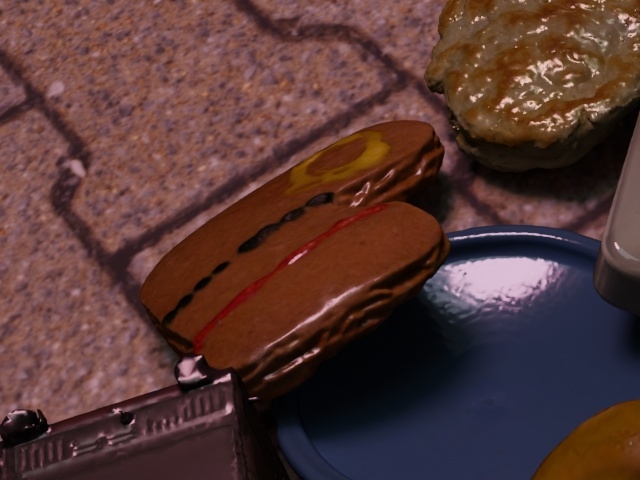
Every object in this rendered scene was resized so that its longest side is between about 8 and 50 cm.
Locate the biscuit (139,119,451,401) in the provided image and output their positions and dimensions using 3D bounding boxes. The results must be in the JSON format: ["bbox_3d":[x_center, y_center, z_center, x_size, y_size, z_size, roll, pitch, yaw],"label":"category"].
[{"bbox_3d":[-0.001,-0.002,1.302,0.262,0.052,0.277,-33,22,-9],"label":"biscuit"}]

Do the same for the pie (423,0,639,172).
[{"bbox_3d":[0.185,-0.149,1.419,0.201,0.090,0.248,9,52,32],"label":"pie"}]

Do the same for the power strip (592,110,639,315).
[{"bbox_3d":[0.303,-0.044,1.236,0.194,0.059,0.265,16,52,7],"label":"power strip"}]

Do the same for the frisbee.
[{"bbox_3d":[0.110,0.096,1.219,0.290,0.049,0.289,-9,39,7],"label":"frisbee"}]

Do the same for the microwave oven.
[{"bbox_3d":[-0.097,0.227,1.075,0.188,0.178,0.247,-15,41,3],"label":"microwave oven"}]

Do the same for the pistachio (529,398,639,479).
[{"bbox_3d":[0.170,0.164,1.054,0.110,0.189,0.100,28,20,3],"label":"pistachio"}]
